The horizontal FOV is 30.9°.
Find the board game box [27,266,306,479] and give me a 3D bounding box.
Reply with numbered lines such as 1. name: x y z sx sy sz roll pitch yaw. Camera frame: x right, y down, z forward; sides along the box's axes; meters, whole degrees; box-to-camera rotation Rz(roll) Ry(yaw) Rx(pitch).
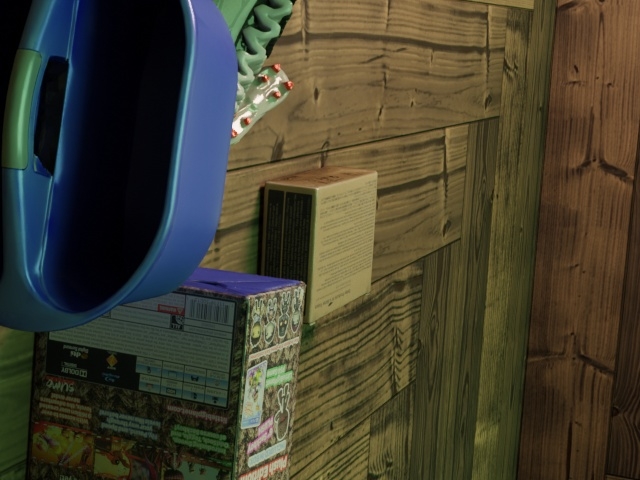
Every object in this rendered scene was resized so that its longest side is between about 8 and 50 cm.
1. board game box: -0.155 0.175 1.164 0.141 0.232 0.291 -8 105 -67

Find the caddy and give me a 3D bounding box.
1. caddy: -0.207 -0.096 0.954 0.179 0.241 0.341 10 87 -74

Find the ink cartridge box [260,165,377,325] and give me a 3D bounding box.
1. ink cartridge box: 0.000 0.000 1.668 0.234 0.088 0.193 -20 117 -66

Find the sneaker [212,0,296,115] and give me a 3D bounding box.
1. sneaker: -0.134 -0.182 1.280 0.292 0.118 0.110 -65 -171 -22

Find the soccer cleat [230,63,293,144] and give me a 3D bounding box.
1. soccer cleat: -0.110 -0.152 1.396 0.196 0.076 0.068 -38 98 -41
